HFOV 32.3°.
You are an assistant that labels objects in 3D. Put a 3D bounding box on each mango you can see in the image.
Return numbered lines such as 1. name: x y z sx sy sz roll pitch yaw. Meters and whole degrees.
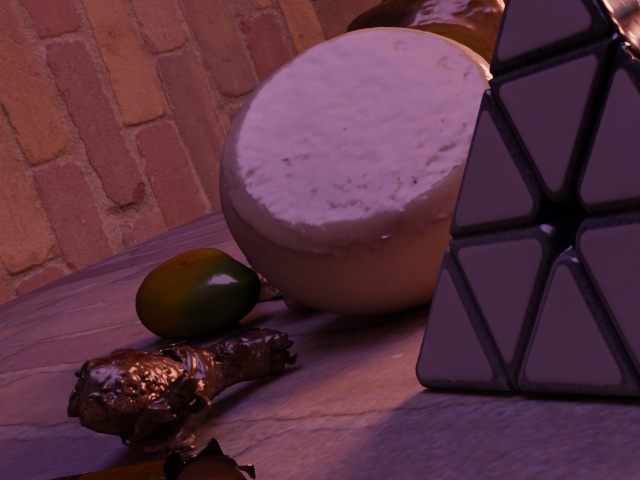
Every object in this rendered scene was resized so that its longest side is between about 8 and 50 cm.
1. mango: -0.149 0.065 1.300 0.137 0.091 0.237 -29 8 -11

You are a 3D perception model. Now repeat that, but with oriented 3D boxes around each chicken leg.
1. chicken leg: -0.112 0.116 0.882 0.125 0.080 0.196 -6 5 27

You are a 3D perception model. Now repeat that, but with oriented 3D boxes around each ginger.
1. ginger: 0.118 -0.213 1.175 0.276 0.130 0.221 -22 25 27

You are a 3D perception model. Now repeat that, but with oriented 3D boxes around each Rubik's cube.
1. Rubik's cube: 0.190 -0.013 0.640 0.229 0.233 0.228 19 -21 20

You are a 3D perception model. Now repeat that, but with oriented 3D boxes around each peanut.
1. peanut: -0.020 0.058 1.178 0.037 0.037 0.083 -21 -2 4

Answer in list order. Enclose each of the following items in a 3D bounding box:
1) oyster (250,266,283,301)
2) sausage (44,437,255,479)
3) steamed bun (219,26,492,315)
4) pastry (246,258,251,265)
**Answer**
1. oyster: -0.001 0.006 1.371 0.223 0.083 0.214 -28 4 -1
2. sausage: -0.191 0.174 0.614 0.372 0.082 0.082 -17 8 34
3. steamed bun: 0.053 -0.050 1.024 0.283 0.177 0.283 -9 52 12
4. pastry: 0.000 0.000 1.185 0.166 0.088 0.166 8 4 -1
